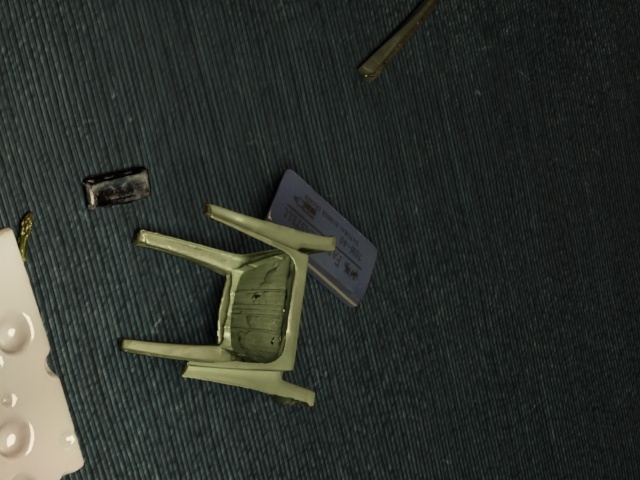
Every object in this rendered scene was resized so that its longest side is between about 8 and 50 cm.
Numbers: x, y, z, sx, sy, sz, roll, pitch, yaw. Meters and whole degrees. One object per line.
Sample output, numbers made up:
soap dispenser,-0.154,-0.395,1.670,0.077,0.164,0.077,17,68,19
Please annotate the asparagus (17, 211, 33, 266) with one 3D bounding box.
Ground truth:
asparagus,-0.321,0.024,1.676,0.015,0.014,0.114,41,54,-78

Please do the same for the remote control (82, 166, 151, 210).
remote control,-0.230,-0.060,1.778,0.096,0.014,0.039,-15,100,-46

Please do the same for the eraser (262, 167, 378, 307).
eraser,0.000,0.000,2.008,0.225,0.036,0.082,42,57,-37

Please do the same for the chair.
chair,-0.086,0.080,1.825,0.275,0.191,0.203,17,77,-38

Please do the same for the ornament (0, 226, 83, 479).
ornament,-0.403,0.138,1.416,0.240,0.240,0.239,-26,107,-44

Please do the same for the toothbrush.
toothbrush,0.135,-0.307,2.170,0.297,0.030,0.030,-50,133,-37
